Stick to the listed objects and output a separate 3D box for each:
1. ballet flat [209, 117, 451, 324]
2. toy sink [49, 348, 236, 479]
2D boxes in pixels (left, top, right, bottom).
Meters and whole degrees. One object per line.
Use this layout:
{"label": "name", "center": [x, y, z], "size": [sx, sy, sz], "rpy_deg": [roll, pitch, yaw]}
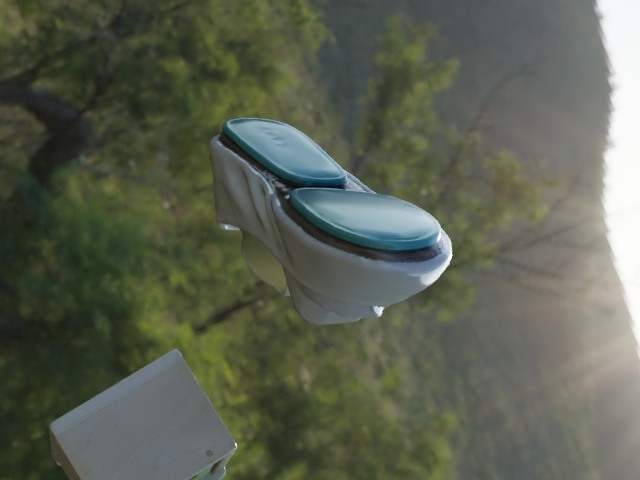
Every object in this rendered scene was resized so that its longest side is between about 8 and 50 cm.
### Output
{"label": "ballet flat", "center": [0.000, 0.000, 1.352], "size": [0.400, 0.139, 0.139], "rpy_deg": [40, -24, 60]}
{"label": "toy sink", "center": [-0.190, 0.229, 1.636], "size": [0.131, 0.153, 0.234], "rpy_deg": [57, -17, 8]}
